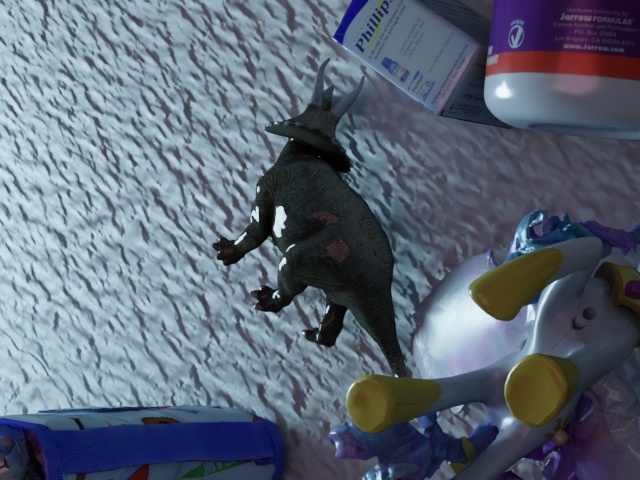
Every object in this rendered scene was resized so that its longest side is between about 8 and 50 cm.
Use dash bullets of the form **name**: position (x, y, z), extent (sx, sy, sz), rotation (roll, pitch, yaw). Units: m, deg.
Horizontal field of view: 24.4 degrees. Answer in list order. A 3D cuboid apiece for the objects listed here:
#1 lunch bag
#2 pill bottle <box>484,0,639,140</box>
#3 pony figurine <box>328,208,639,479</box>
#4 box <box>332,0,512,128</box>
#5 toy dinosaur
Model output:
- **lunch bag**: position (-0.255, 0.282, 1.391), extent (0.385, 0.328, 0.239), rotation (-42, 63, 27)
- **pill bottle**: position (0.233, -0.245, 1.169), extent (0.182, 0.181, 0.322), rotation (6, 90, 35)
- **pony figurine**: position (0.170, 0.115, 1.130), extent (0.303, 0.363, 0.351), rotation (50, 130, 19)
- **box**: position (0.105, -0.165, 1.287), extent (0.137, 0.126, 0.072), rotation (41, 111, 31)
- **toy dinosaur**: position (0.000, 0.000, 1.345), extent (0.160, 0.121, 0.313), rotation (-51, 51, 41)
